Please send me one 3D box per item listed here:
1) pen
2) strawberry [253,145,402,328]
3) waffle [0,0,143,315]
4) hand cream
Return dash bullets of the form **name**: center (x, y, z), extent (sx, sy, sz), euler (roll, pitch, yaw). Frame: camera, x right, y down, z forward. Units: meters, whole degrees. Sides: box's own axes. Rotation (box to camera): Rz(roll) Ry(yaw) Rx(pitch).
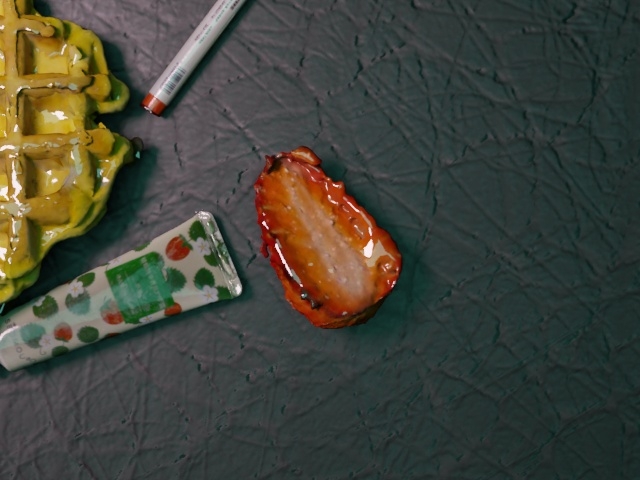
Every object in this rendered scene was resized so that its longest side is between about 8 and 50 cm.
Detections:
- **pen**: center (-0.108, -0.216, 1.381), extent (0.026, 0.026, 0.218), euler (37, 91, 0)
- **strawberry**: center (0.000, 0.000, 1.364), extent (0.121, 0.082, 0.188), euler (-25, 81, -19)
- **waffle**: center (-0.394, -0.100, 1.341), extent (0.379, 0.095, 0.382), euler (36, 83, 7)
- **hand cream**: center (-0.220, 0.063, 1.374), extent (0.276, 0.059, 0.095), euler (-23, 86, -3)
